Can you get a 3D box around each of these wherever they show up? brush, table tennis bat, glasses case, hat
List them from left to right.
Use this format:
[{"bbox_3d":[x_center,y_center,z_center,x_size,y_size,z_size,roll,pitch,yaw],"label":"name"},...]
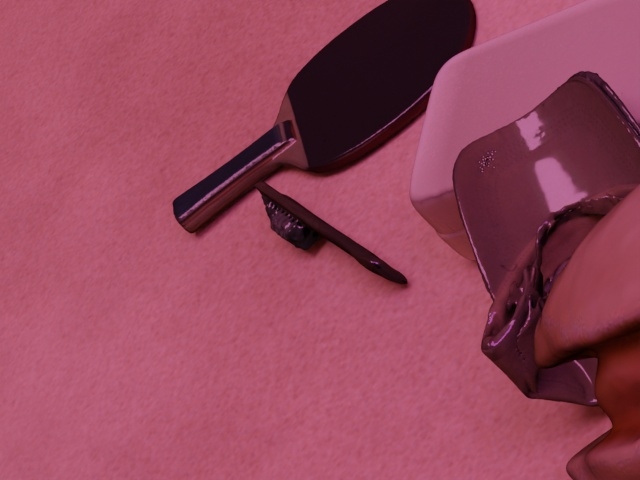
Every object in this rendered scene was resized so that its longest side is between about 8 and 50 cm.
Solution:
[{"bbox_3d":[0.000,0.000,1.331,0.027,0.034,0.190,-58,32,1],"label":"brush"},{"bbox_3d":[0.001,-0.094,1.446,0.274,0.021,0.154,-36,33,14],"label":"table tennis bat"},{"bbox_3d":[0.153,-0.007,1.081,0.147,0.085,0.175,-30,50,19],"label":"hat"},{"bbox_3d":[0.197,-0.090,1.156,0.313,0.070,0.131,-20,41,37],"label":"glasses case"}]

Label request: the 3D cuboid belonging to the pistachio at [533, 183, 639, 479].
[{"bbox_3d":[0.231,0.028,0.893,0.318,0.214,0.193,-25,78,43],"label":"pistachio"}]
